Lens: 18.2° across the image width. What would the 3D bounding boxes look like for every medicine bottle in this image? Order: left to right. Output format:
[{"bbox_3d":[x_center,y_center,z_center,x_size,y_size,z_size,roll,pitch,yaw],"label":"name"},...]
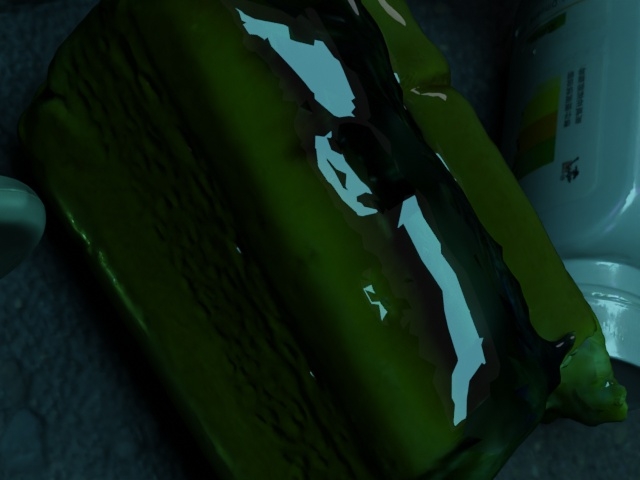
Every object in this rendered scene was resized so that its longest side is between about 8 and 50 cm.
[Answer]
[{"bbox_3d":[0.180,-0.041,1.316,0.111,0.161,0.296,18,64,-24],"label":"medicine bottle"}]

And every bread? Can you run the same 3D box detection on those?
[{"bbox_3d":[0.000,0.000,1.144,0.208,0.251,0.376,-31,88,-48],"label":"bread"}]

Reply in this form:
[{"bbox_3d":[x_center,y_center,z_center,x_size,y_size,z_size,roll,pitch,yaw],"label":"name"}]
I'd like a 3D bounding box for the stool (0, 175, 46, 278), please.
[{"bbox_3d":[-0.269,-0.055,1.046,0.195,0.195,0.199,-17,75,-34],"label":"stool"}]
